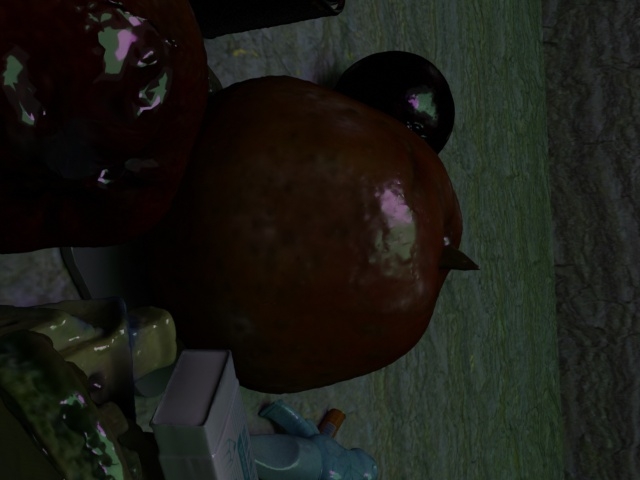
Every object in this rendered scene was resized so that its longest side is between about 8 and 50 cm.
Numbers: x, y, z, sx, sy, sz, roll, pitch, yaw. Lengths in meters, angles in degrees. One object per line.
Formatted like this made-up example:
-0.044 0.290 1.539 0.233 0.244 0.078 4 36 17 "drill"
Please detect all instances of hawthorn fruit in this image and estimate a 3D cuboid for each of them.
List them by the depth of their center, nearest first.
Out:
-0.242 -0.130 0.620 0.295 0.311 0.294 -15 114 -36 "hawthorn fruit"
0.000 0.000 0.920 0.403 0.403 0.402 7 82 -58 "hawthorn fruit"

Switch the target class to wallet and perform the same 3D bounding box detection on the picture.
-0.124 -0.326 0.899 0.262 0.221 0.071 24 73 -56 "wallet"

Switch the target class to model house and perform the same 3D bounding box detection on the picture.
-0.213 0.199 0.683 0.266 0.261 0.321 -25 115 -59 "model house"

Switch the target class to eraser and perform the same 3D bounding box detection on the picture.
-0.093 0.213 0.670 0.095 0.052 0.225 -76 162 -57 "eraser"

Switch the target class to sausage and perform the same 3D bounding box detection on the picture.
0.007 0.326 1.242 0.107 0.031 0.031 -51 129 -46 "sausage"

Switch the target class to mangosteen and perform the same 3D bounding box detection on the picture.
0.113 -0.231 1.310 0.228 0.228 0.265 59 4 -38 "mangosteen"

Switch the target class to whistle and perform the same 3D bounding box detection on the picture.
-0.015 0.336 1.100 0.274 0.093 0.186 28 22 -40 "whistle"

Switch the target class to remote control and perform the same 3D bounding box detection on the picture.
-0.234 0.080 0.877 0.077 0.022 0.244 -49 129 -50 "remote control"

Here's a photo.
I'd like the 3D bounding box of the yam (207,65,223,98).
-0.230 -0.274 0.861 0.371 0.083 0.083 45 51 -48 "yam"
